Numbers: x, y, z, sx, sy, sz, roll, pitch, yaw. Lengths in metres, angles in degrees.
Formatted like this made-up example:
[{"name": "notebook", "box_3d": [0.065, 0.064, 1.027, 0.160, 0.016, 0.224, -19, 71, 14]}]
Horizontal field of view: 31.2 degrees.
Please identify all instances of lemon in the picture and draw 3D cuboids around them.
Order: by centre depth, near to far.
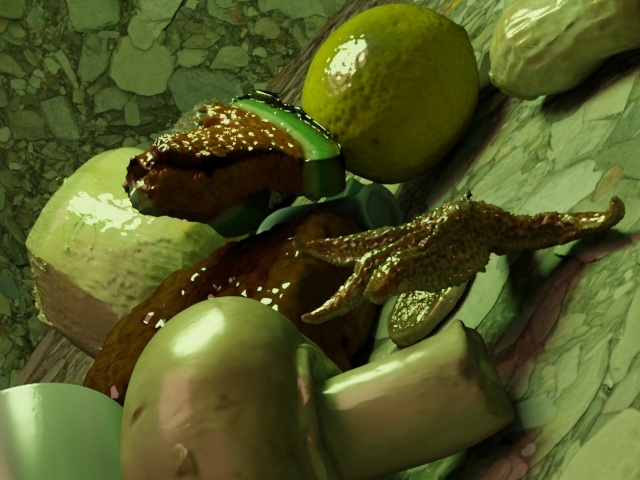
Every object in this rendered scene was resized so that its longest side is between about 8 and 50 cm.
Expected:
[{"name": "lemon", "box_3d": [0.102, -0.211, 1.653, 0.267, 0.267, 0.267, -46, 15, 16]}]

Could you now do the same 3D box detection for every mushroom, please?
[{"name": "mushroom", "box_3d": [-0.004, 0.170, 1.028, 0.336, 0.314, 0.314, -26, 19, 10]}]

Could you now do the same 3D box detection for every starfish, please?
[{"name": "starfish", "box_3d": [0.107, 0.003, 1.160, 0.294, 0.084, 0.301, -17, 10, -14]}]

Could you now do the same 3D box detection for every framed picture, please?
[{"name": "framed picture", "box_3d": [0.282, -0.278, 1.750, 0.142, 0.011, 0.183, -39, 18, 38]}]

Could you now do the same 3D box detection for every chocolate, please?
[{"name": "chocolate", "box_3d": [0.311, -0.262, 1.372, 0.309, 0.134, 0.134, -31, 24, 56]}]

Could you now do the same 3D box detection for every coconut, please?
[{"name": "coconut", "box_3d": [-0.283, 0.053, 2.001, 0.404, 0.404, 0.404, -46, 15, 16]}]

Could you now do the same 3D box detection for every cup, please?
[{"name": "cup", "box_3d": [-0.294, 0.355, 1.241, 0.253, 0.253, 0.371, -46, 38, 16]}]

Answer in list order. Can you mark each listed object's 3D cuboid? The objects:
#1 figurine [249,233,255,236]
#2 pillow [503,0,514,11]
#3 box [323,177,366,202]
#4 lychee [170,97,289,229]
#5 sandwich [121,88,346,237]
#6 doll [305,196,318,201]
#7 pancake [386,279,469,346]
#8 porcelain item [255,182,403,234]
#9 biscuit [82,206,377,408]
[{"name": "figurine", "box_3d": [-0.210, 0.042, 2.331, 0.187, 0.083, 0.083, -36, 18, 16]}, {"name": "pillow", "box_3d": [0.371, -0.438, 1.653, 0.310, 0.119, 0.312, -45, 11, 24]}, {"name": "box", "box_3d": [0.026, -0.046, 1.899, 0.091, 0.031, 0.126, -37, 21, 44]}, {"name": "lychee", "box_3d": [-0.180, -0.152, 2.328, 0.300, 0.300, 0.300, -46, 15, 16]}, {"name": "sandwich", "box_3d": [-0.126, -0.081, 1.537, 0.301, 0.162, 0.250, -16, 33, -36]}, {"name": "doll", "box_3d": [-0.019, -0.111, 2.142, 0.083, 0.076, 0.050, -90, 7, -58]}, {"name": "pancake", "box_3d": [0.127, 0.063, 1.329, 0.139, 0.022, 0.139, -46, 16, 17]}, {"name": "porcelain item", "box_3d": [0.000, 0.000, 1.673, 0.259, 0.141, 0.141, -27, 26, 40]}, {"name": "biscuit", "box_3d": [-0.118, 0.129, 1.494, 0.395, 0.166, 0.342, -28, 22, 27]}]
